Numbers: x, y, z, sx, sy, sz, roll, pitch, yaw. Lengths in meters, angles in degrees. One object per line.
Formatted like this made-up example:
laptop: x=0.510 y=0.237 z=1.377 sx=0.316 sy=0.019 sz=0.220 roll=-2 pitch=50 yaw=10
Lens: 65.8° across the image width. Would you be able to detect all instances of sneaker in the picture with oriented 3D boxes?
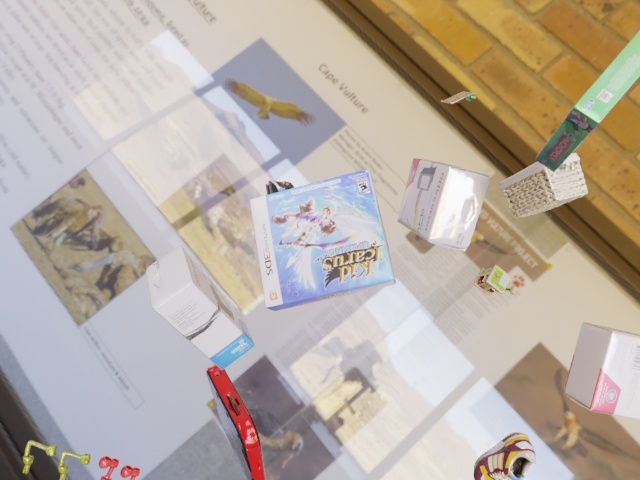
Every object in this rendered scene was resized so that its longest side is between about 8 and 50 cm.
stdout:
sneaker: x=0.426 y=0.532 z=1.157 sx=0.070 sy=0.185 sz=0.084 roll=24 pitch=27 yaw=-10
sneaker: x=-0.110 y=-0.148 z=1.430 sx=0.178 sy=0.077 sz=0.071 roll=-142 pitch=-140 yaw=-72

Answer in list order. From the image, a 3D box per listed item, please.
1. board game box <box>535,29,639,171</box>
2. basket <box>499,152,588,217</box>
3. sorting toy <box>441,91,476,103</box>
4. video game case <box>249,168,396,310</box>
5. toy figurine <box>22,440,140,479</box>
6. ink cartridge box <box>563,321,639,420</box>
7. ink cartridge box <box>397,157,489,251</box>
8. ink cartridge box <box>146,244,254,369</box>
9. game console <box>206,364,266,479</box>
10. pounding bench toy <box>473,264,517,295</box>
board game box: x=0.497 y=-0.274 z=0.810 sx=0.046 sy=0.317 sz=0.213 roll=41 pitch=-2 yaw=14
basket: x=0.537 y=-0.128 z=1.196 sx=0.167 sy=0.113 sz=0.103 roll=139 pitch=-63 yaw=-68
sorting toy: x=0.310 y=-0.314 z=1.097 sx=0.083 sy=0.062 sz=0.012 roll=-113 pitch=-178 yaw=-68
video game case: x=0.000 y=0.000 z=1.040 sx=0.061 sy=0.270 sz=0.244 roll=47 pitch=30 yaw=-71
toy figurine: x=-0.438 y=0.549 z=0.934 sx=0.363 sy=0.191 sz=0.217 roll=31 pitch=-7 yaw=-21
ink cartridge box: x=0.805 y=0.345 z=1.270 sx=0.283 sy=0.207 sz=0.117 roll=14 pitch=2 yaw=-9
ink cartridge box: x=0.355 y=-0.120 z=1.490 sx=0.131 sy=0.226 sz=0.306 roll=12 pitch=11 yaw=-10
ink cartridge box: x=-0.350 y=0.195 z=1.445 sx=0.307 sy=0.129 sz=0.223 roll=56 pitch=-3 yaw=-36
game console: x=-0.273 y=0.623 z=1.639 sx=0.386 sy=0.060 sz=0.341 roll=39 pitch=-37 yaw=53
pounding bench toy: x=0.436 y=0.109 z=1.229 sx=0.083 sy=0.052 sz=0.065 roll=36 pitch=-19 yaw=-6
